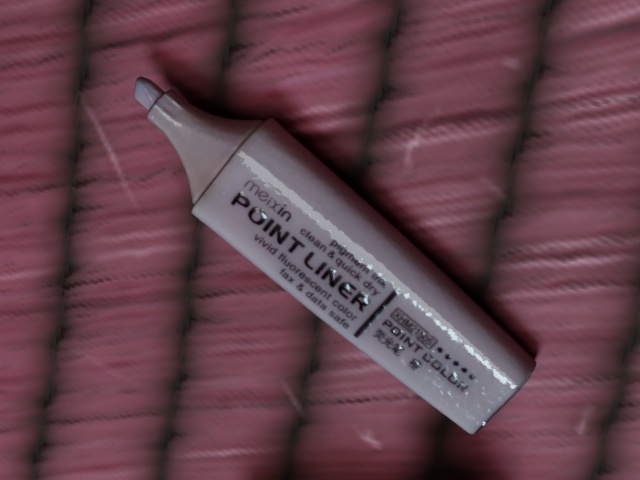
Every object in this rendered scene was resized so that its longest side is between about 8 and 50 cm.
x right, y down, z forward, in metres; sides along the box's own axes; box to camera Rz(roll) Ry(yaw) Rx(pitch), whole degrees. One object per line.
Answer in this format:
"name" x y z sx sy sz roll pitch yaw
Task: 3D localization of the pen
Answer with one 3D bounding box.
"pen" 0.000 0.000 0.686 0.197 0.032 0.053 40 122 2
